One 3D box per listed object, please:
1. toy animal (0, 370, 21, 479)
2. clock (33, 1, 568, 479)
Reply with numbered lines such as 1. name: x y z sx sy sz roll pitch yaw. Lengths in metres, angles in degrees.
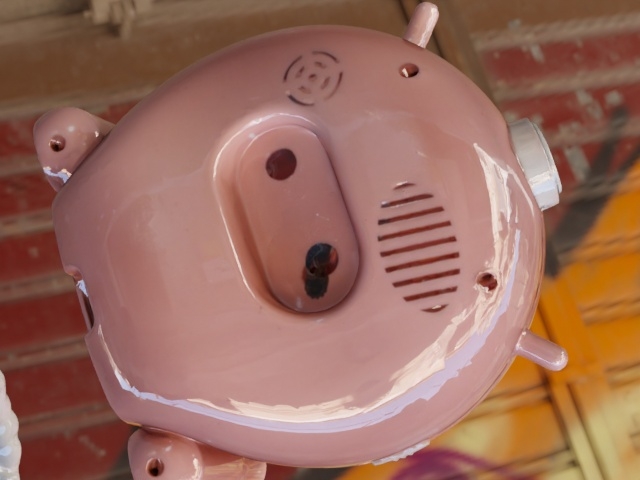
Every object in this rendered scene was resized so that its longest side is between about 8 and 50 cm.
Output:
1. toy animal: -0.308 0.159 0.942 0.208 0.156 0.204 -1 140 -4
2. clock: 0.000 0.000 0.718 0.241 0.227 0.142 -20 167 10
